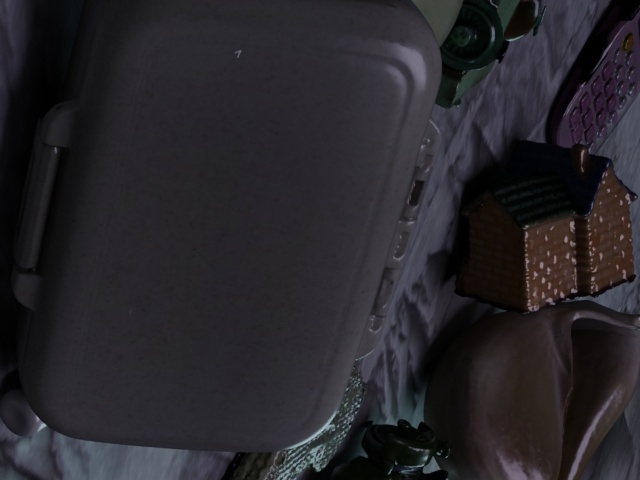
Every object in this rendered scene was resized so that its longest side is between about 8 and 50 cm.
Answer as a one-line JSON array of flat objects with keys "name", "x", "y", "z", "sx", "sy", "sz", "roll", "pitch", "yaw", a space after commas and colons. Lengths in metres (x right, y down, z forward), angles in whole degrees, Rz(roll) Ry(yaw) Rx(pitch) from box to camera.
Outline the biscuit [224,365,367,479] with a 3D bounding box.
[{"name": "biscuit", "x": -0.035, "y": 0.224, "z": 1.989, "sx": 0.250, "sy": 0.046, "sz": 0.147, "roll": -59, "pitch": 157, "yaw": -14}]

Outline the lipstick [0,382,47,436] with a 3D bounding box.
[{"name": "lipstick", "x": -0.191, "y": 0.107, "z": 1.523, "sx": 0.141, "sy": 0.040, "sz": 0.040, "roll": -34, "pitch": 143, "yaw": -50}]

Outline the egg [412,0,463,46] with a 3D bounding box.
[{"name": "egg", "x": 0.023, "y": -0.228, "z": 1.464, "sx": 0.183, "sy": 0.183, "sz": 0.217, "roll": -45, "pitch": 151, "yaw": -41}]

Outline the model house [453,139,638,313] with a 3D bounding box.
[{"name": "model house", "x": 0.248, "y": -0.028, "z": 2.245, "sx": 0.183, "sy": 0.166, "sz": 0.172, "roll": -22, "pitch": 119, "yaw": -39}]

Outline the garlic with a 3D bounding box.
[{"name": "garlic", "x": 0.263, "y": 0.172, "z": 2.368, "sx": 0.340, "sy": 0.246, "sz": 0.231, "roll": -49, "pitch": 142, "yaw": -10}]

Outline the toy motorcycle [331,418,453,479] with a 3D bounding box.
[{"name": "toy motorcycle", "x": 0.050, "y": 0.313, "z": 2.171, "sx": 0.275, "sy": 0.127, "sz": 0.205, "roll": -21, "pitch": 135, "yaw": -64}]

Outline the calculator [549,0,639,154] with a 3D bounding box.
[{"name": "calculator", "x": 0.359, "y": -0.206, "z": 2.437, "sx": 0.294, "sy": 0.043, "sz": 0.194, "roll": -54, "pitch": 157, "yaw": -16}]

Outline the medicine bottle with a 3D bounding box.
[{"name": "medicine bottle", "x": -0.072, "y": -0.023, "z": 1.398, "sx": 0.282, "sy": 0.123, "sz": 0.375, "roll": 5, "pitch": 121, "yaw": -20}]

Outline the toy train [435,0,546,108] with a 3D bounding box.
[{"name": "toy train", "x": 0.137, "y": -0.273, "z": 1.658, "sx": 0.129, "sy": 0.159, "sz": 0.326, "roll": -46, "pitch": 164, "yaw": -57}]
